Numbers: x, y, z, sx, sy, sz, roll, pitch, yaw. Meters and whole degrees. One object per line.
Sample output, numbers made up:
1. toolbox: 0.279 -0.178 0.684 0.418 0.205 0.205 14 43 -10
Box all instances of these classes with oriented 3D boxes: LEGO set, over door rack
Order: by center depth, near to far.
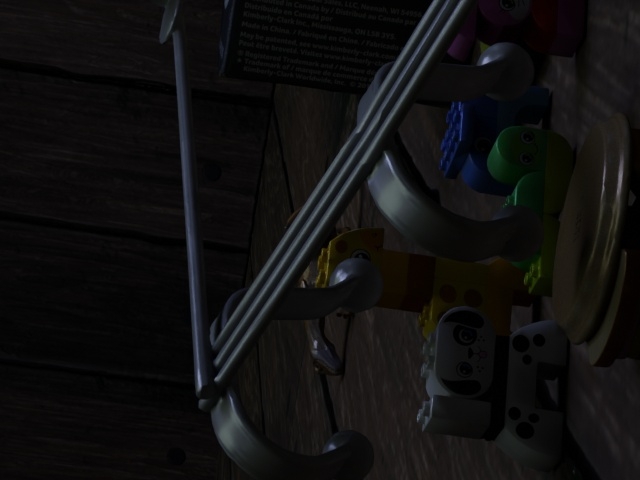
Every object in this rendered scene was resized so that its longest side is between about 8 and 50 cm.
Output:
1. over door rack: 0.020 -0.100 0.722 0.239 0.108 0.324 -56 35 29
2. LEGO set: 0.050 -0.012 0.808 0.087 0.093 0.227 109 168 -65

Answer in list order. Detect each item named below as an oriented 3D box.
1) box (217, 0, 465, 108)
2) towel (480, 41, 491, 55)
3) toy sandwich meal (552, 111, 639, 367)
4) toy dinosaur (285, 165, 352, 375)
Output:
1. box: 0.030 -0.235 1.125 0.165 0.143 0.270 -93 12 -63
2. towel: 0.078 -0.146 0.879 0.237 0.021 0.102 86 -173 -53
3. toy sandwich meal: 0.098 -0.001 0.634 0.085 0.029 0.086 -169 90 -87
4. toy dinosaur: 0.000 0.000 1.559 0.112 0.064 0.211 108 169 -71
